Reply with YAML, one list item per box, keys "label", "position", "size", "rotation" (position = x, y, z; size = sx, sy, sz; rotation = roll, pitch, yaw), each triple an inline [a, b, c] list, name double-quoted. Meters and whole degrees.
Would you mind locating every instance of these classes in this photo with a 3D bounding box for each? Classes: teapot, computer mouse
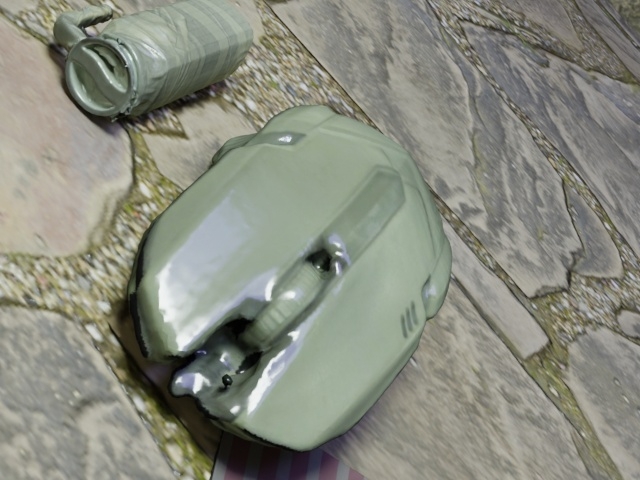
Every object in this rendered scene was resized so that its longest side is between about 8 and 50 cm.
- label: "teapot"
  position: [-0.151, -0.175, 1.004]
  size: [0.107, 0.077, 0.200]
  rotation: [45, 31, 4]
- label: "computer mouse"
  position: [0.001, -0.001, 0.926]
  size: [0.228, 0.145, 0.429]
  rotation: [47, 31, -5]

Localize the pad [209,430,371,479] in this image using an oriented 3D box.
- label: "pad"
  position: [0.039, 0.252, 0.814]
  size: [0.299, 0.005, 0.202]
  rotation: [36, 33, -18]
